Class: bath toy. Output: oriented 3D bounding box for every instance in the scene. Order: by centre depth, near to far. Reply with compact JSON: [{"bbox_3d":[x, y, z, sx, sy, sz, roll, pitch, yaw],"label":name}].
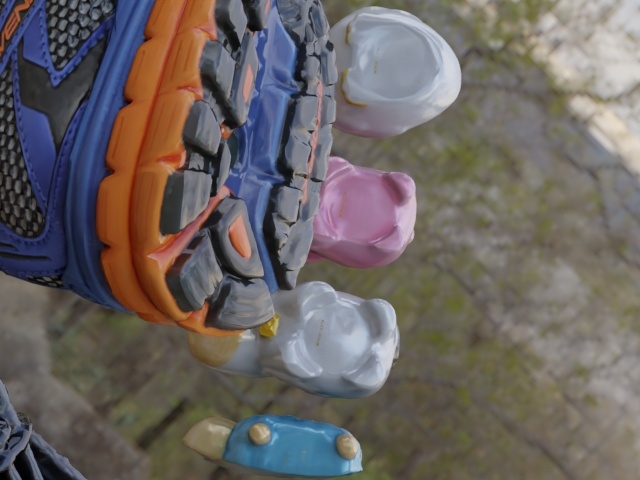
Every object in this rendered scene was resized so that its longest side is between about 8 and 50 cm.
[{"bbox_3d":[0.000,0.000,1.237,0.151,0.348,0.129,16,-11,-2],"label":"bath toy"}]

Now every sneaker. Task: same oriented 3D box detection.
[{"bbox_3d":[-0.037,-0.087,0.384,0.087,0.221,0.083,2,-30,21],"label":"sneaker"}]

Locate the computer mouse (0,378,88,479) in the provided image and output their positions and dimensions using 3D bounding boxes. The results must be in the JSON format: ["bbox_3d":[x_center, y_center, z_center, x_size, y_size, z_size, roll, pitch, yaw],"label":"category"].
[{"bbox_3d":[-0.128,0.117,0.366,0.188,0.072,0.272,56,43,-24],"label":"computer mouse"}]
